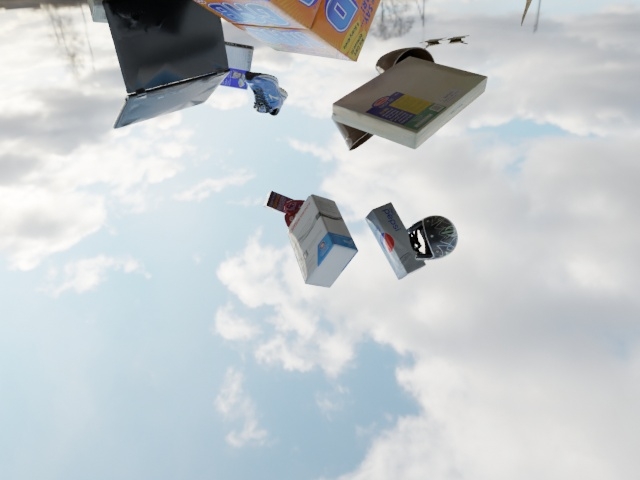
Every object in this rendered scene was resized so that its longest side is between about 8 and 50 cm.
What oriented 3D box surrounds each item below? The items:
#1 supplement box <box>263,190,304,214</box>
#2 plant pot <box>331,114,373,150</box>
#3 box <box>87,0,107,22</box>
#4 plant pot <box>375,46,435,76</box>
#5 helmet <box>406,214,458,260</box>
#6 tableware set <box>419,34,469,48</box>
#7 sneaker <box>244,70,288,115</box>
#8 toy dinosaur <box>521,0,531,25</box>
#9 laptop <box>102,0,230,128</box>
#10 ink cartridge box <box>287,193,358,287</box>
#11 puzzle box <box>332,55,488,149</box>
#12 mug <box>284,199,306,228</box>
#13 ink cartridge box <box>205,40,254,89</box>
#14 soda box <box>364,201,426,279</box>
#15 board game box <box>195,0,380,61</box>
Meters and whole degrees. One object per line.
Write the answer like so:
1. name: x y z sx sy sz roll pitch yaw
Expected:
1. supplement box: -0.172 -0.169 2.413 0.188 0.081 0.104 21 176 -14
2. plant pot: 0.140 -0.498 2.127 0.167 0.165 0.167 -36 178 -1
3. box: -0.744 -0.886 1.689 0.113 0.275 0.094 -11 171 -30
4. plant pot: 0.331 -0.717 2.100 0.215 0.215 0.230 -14 -148 -18
5. helmet: 0.390 -0.011 1.705 0.169 0.169 0.161 -31 -176 -40
6. tableware set: 0.548 -0.871 2.201 0.194 0.039 0.128 -9 -163 -7
7. sneaker: -0.248 -0.659 2.265 0.130 0.147 0.330 14 177 21
8. toy dinosaur: 0.572 -0.702 1.360 0.112 0.211 0.064 -26 -117 24
9. laptop: -0.528 -0.603 1.666 0.382 0.236 0.408 -29 -176 -34
10. ink cartridge box: 0.000 0.000 1.998 0.129 0.223 0.307 13 -143 -32
11. puzzle box: 0.259 -0.406 1.415 0.272 0.052 0.409 28 -130 29
12. mug: -0.073 -0.117 2.241 0.169 0.150 0.113 -28 -127 19
13. ink cartridge box: -0.424 -0.808 2.291 0.208 0.206 0.045 4 -135 -15
14. soda box: 0.287 0.001 1.927 0.098 0.091 0.286 -22 -103 -22
15. board game box: -0.073 -0.704 1.238 0.356 0.356 0.356 15 -171 -46
